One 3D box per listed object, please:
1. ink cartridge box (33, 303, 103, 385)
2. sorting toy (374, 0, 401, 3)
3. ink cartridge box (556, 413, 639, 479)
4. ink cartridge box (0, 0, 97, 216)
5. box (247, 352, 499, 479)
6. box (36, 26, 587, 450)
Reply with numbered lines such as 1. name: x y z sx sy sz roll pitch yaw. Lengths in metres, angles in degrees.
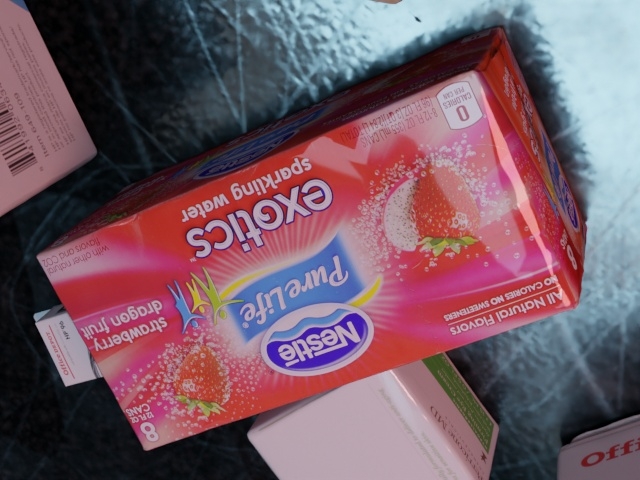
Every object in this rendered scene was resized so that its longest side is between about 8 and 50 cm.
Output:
1. ink cartridge box: -0.147 0.062 0.721 0.083 0.028 0.048 -17 104 21
2. sorting toy: -0.006 -0.194 0.578 0.274 0.046 0.132 13 113 10
3. ink cartridge box: 0.203 0.170 0.563 0.158 0.218 0.092 -24 108 22
4. ink cartridge box: -0.290 -0.063 0.581 0.197 0.270 0.198 -19 104 21
5. box: 0.033 0.111 0.658 0.102 0.087 0.101 -32 99 23
6. box: 0.000 0.000 0.606 0.256 0.122 0.128 -21 104 21
